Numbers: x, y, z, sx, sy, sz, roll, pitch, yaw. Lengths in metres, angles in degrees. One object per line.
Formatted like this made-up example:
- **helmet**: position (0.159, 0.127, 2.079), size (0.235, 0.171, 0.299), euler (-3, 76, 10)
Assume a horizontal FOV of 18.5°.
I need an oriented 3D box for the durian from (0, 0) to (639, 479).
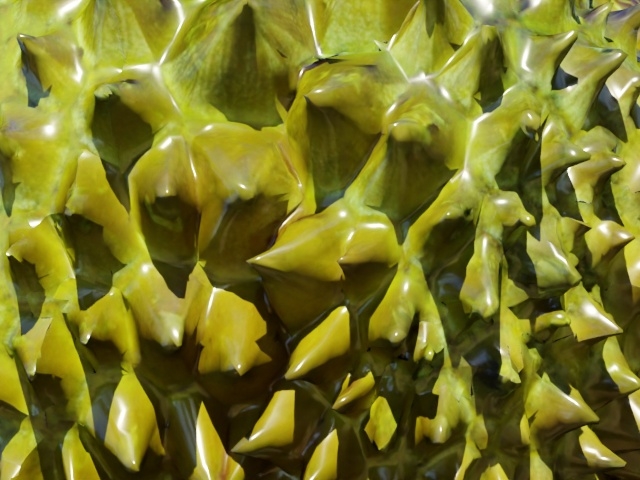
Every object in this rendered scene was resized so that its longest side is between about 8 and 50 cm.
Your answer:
- **durian**: position (-0.001, -0.004, 0.511), size (0.291, 0.291, 0.224), euler (-13, -76, -33)
